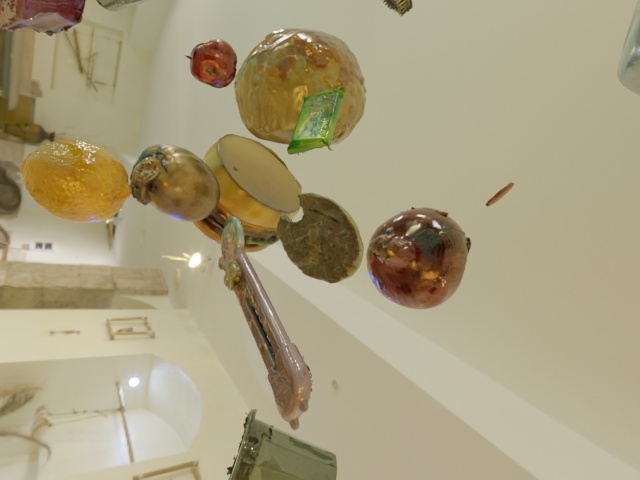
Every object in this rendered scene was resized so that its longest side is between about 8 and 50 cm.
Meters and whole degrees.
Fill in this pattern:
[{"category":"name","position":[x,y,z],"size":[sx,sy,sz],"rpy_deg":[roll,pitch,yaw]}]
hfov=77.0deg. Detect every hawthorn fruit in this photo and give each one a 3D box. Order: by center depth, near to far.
[{"category":"hawthorn fruit","position":[-0.199,-0.324,0.734],"size":[0.093,0.093,0.093],"rpy_deg":[-13,-106,55]}]

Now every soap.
[{"category":"soap","position":[-0.454,-0.441,0.642],"size":[0.289,0.112,0.182],"rpy_deg":[17,-61,40]}]

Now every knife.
[{"category":"knife","position":[-0.108,0.104,0.644],"size":[0.398,0.038,0.132],"rpy_deg":[52,-48,44]}]

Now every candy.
[{"category":"candy","position":[-0.008,-0.259,0.861],"size":[0.102,0.032,0.178],"rpy_deg":[1,-122,21]}]

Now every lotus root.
[{"category":"lotus root","position":[-0.343,-0.131,1.022],"size":[0.310,0.183,0.182],"rpy_deg":[49,39,-75]}]

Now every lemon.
[{"category":"lemon","position":[-0.429,-0.106,0.705],"size":[0.142,0.187,0.142],"rpy_deg":[-161,-90,-87]}]

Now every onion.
[{"category":"onion","position":[0.321,0.051,1.354],"size":[0.354,0.354,0.353],"rpy_deg":[-13,-106,55]}]

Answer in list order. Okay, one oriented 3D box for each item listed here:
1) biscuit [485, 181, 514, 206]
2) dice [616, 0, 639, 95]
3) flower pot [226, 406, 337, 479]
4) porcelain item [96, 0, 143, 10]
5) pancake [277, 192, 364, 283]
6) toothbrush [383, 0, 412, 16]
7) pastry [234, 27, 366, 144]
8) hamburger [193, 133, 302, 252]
[{"category":"biscuit","position":[0.475,-0.119,1.069],"size":[0.015,0.078,0.091],"rpy_deg":[51,-21,15]},{"category":"dice","position":[0.537,-0.312,0.463],"size":[0.265,0.263,0.267],"rpy_deg":[17,-83,28]},{"category":"flower pot","position":[-0.107,0.592,1.003],"size":[0.290,0.259,0.290],"rpy_deg":[-163,-90,-86]},{"category":"porcelain item","position":[-0.168,-0.389,0.359],"size":[0.157,0.281,0.285],"rpy_deg":[21,-42,49]},{"category":"pancake","position":[0.000,0.000,1.022],"size":[0.254,0.037,0.253],"rpy_deg":[14,-56,22]},{"category":"toothbrush","position":[0.014,-0.568,0.773],"size":[0.413,0.042,0.035],"rpy_deg":[42,-24,6]},{"category":"pastry","position":[-0.052,-0.436,1.157],"size":[0.389,0.389,0.312],"rpy_deg":[32,-58,54]},{"category":"hamburger","position":[-0.273,-0.140,1.386],"size":[0.277,0.396,0.395],"rpy_deg":[-44,-131,29]}]
